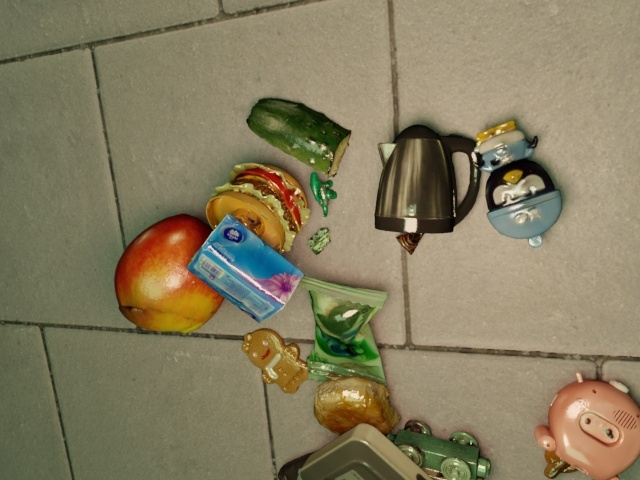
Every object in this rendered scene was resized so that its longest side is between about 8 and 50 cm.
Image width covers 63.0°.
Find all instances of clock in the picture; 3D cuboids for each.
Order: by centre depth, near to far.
[{"bbox_3d":[0.698,0.465,1.315,0.227,0.142,0.241,30,93,15],"label":"clock"}]

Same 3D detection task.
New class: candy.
[{"bbox_3d":[0.069,0.288,1.532,0.263,0.172,0.397,10,119,23],"label":"candy"}]

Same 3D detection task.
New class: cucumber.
[{"bbox_3d":[-0.077,-0.312,1.475,0.325,0.105,0.145,31,113,15],"label":"cucumber"}]

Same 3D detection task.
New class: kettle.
[{"bbox_3d":[0.262,-0.158,1.325,0.251,0.207,0.271,4,96,28],"label":"kettle"}]

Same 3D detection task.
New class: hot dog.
[{"bbox_3d":[0.662,0.590,1.421,0.140,0.060,0.090,-40,83,26],"label":"hot dog"}]

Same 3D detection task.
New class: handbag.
[{"bbox_3d":[0.001,0.827,1.730,0.223,0.080,0.247,-32,90,25],"label":"handbag"}]

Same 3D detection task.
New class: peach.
[{"bbox_3d":[-0.447,0.100,1.602,0.370,0.370,0.370,5,105,20],"label":"peach"}]

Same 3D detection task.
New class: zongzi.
[{"bbox_3d":[0.262,-0.010,1.444,0.067,0.073,0.083,52,154,3],"label":"zongzi"}]

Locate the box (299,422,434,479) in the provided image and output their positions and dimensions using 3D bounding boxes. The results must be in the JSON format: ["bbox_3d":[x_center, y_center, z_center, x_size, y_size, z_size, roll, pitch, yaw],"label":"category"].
[{"bbox_3d":[0.155,0.735,1.533,0.367,0.090,0.373,42,130,2],"label":"box"}]

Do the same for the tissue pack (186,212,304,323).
[{"bbox_3d":[-0.204,0.079,1.411,0.263,0.146,0.198,37,147,-9],"label":"tissue pack"}]

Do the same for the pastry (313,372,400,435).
[{"bbox_3d":[0.100,0.498,1.568,0.236,0.121,0.257,-15,126,27],"label":"pastry"}]

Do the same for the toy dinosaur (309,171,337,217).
[{"bbox_3d":[0.002,-0.130,1.488,0.059,0.096,0.132,-10,96,24],"label":"toy dinosaur"}]

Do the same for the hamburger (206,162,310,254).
[{"bbox_3d":[-0.165,-0.095,1.488,0.274,0.212,0.274,20,140,18],"label":"hamburger"}]

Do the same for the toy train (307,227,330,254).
[{"bbox_3d":[0.000,0.000,1.555,0.083,0.033,0.053,-42,91,24],"label":"toy train"}]

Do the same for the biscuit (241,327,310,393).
[{"bbox_3d":[-0.149,0.387,1.707,0.249,0.035,0.184,44,114,7],"label":"biscuit"}]

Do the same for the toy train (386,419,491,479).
[{"bbox_3d":[0.335,0.661,1.525,0.304,0.150,0.221,7,115,23],"label":"toy train"}]

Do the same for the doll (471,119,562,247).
[{"bbox_3d":[0.478,-0.131,1.275,0.177,0.141,0.314,-21,91,20],"label":"doll"}]
